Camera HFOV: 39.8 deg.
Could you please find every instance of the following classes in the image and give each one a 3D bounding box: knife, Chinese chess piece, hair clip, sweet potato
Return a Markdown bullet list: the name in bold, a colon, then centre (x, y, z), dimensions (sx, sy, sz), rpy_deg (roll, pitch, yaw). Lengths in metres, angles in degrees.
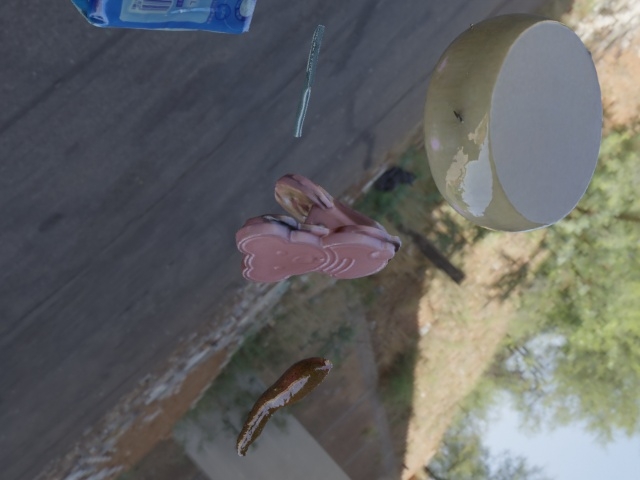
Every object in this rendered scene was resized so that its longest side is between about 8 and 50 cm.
- **knife**: centre (-0.018, -0.237, 1.320), dimensions (0.028, 0.015, 0.210), rpy_deg (-87, -172, -45)
- **Chinese chess piece**: centre (0.240, -0.144, 1.087), dimensions (0.102, 0.273, 0.273), rpy_deg (8, -144, 46)
- **hair clip**: centre (-0.005, 0.009, 0.861), dimensions (0.102, 0.138, 0.123), rpy_deg (-56, 174, -23)
- **sweet potato**: centre (-0.066, 0.241, 1.309), dimensions (0.214, 0.050, 0.050), rpy_deg (-46, 171, 19)

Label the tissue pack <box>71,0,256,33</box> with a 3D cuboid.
- **tissue pack**: centre (-0.152, -0.365, 0.931), dimensions (0.198, 0.146, 0.263), rpy_deg (-7, 130, -36)
